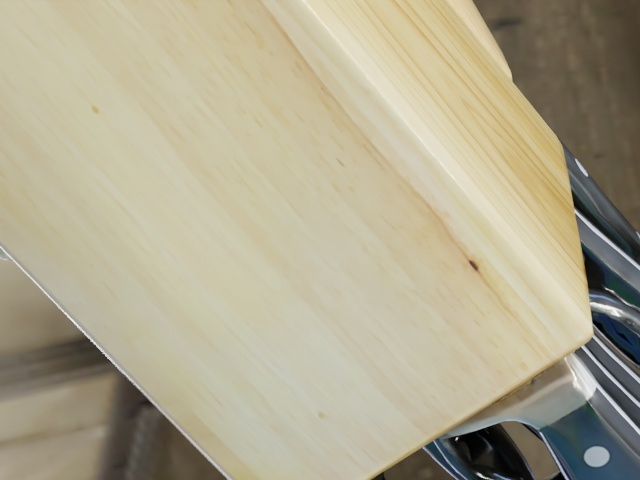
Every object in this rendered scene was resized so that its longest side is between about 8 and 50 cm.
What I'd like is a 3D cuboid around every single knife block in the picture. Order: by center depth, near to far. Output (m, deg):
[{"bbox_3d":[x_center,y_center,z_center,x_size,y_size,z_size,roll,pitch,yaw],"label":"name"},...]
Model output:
[{"bbox_3d":[0.000,0.000,0.425,0.088,0.275,0.242,-35,-113,18],"label":"knife block"}]

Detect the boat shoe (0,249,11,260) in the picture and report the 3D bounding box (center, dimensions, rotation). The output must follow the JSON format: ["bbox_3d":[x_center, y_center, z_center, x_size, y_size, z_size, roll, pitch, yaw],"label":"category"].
[{"bbox_3d":[-0.082,-0.069,0.670,0.059,0.063,0.170,30,-93,17],"label":"boat shoe"}]
